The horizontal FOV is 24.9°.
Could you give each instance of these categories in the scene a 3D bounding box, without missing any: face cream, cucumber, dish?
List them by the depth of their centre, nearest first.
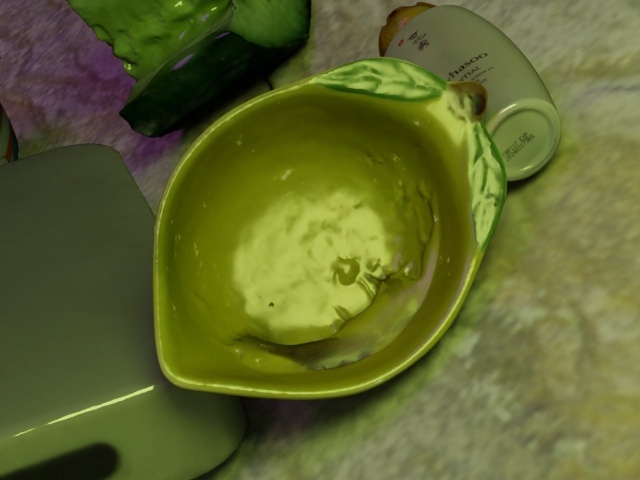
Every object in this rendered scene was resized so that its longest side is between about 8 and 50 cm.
[{"bbox_3d":[0.000,0.000,0.715,0.208,0.149,0.080,-40,-3,-12],"label":"dish"},{"bbox_3d":[0.078,-0.086,0.796,0.072,0.051,0.182,-44,27,8],"label":"face cream"},{"bbox_3d":[-0.105,-0.184,1.041,0.130,0.191,0.191,-33,30,18],"label":"cucumber"}]

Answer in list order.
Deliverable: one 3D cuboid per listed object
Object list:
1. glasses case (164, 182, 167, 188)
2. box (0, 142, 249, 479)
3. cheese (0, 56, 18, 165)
[{"bbox_3d":[-0.037,-0.012,0.832,0.041,0.063,0.164,-54,29,-14],"label":"glasses case"},{"bbox_3d":[-0.254,0.077,0.840,0.367,0.090,0.373,-18,25,-11],"label":"box"},{"bbox_3d":[-0.366,-0.022,1.210,0.217,0.129,0.329,15,74,54],"label":"cheese"}]
